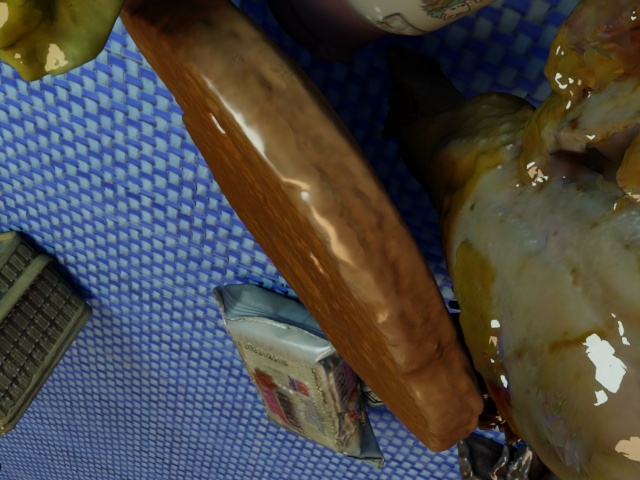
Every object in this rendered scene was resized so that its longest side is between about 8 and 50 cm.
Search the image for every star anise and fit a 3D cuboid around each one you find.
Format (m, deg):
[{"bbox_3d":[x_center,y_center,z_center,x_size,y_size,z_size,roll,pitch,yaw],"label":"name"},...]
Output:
[{"bbox_3d":[0.243,0.326,1.098,0.209,0.089,0.231,34,134,0],"label":"star anise"}]

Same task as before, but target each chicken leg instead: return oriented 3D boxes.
[{"bbox_3d":[0.150,-0.044,0.481,0.181,0.409,0.295,-11,129,-17],"label":"chicken leg"}]

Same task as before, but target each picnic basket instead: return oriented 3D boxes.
[{"bbox_3d":[-0.490,0.135,1.173,0.312,0.228,0.175,-7,133,38],"label":"picnic basket"}]

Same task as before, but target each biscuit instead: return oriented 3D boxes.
[{"bbox_3d":[-0.017,0.170,1.047,0.186,0.079,0.309,22,147,28],"label":"biscuit"},{"bbox_3d":[0.001,-0.001,0.668,0.350,0.078,0.455,53,173,30],"label":"biscuit"}]

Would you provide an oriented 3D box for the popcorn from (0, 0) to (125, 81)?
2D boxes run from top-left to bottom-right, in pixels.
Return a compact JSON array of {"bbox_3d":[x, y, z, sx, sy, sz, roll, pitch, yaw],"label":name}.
[{"bbox_3d":[-0.204,-0.256,0.449,0.312,0.312,0.312,16,145,12],"label":"popcorn"}]

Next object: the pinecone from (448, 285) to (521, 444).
[{"bbox_3d":[0.184,0.087,0.772,0.162,0.163,0.165,-9,120,39],"label":"pinecone"}]

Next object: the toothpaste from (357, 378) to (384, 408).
[{"bbox_3d":[0.093,0.177,1.043,0.056,0.036,0.205,42,148,-12],"label":"toothpaste"}]

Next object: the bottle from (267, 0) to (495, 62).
[{"bbox_3d":[0.068,-0.189,0.500,0.253,0.120,0.120,-15,129,44],"label":"bottle"}]
